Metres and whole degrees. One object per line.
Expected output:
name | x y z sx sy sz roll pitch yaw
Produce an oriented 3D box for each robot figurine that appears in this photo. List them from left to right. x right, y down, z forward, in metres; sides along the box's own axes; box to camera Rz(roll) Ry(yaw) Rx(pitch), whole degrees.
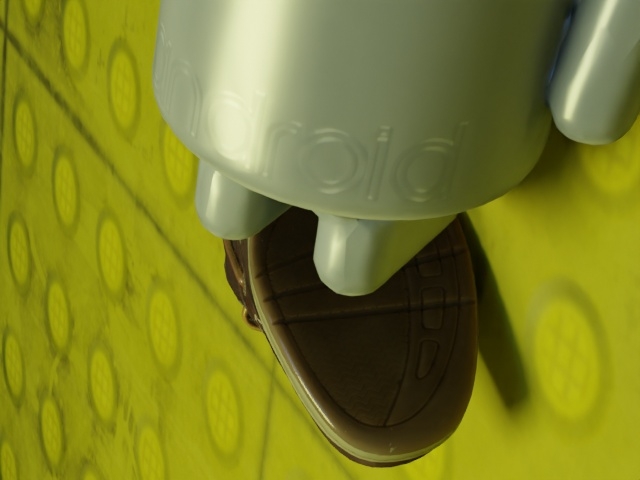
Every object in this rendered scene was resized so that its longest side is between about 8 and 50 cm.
robot figurine | 0.031 -0.150 0.909 0.300 0.200 0.353 22 124 17

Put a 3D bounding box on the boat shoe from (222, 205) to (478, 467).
boat shoe | 0.000 0.000 1.131 0.123 0.123 0.342 93 158 -52
